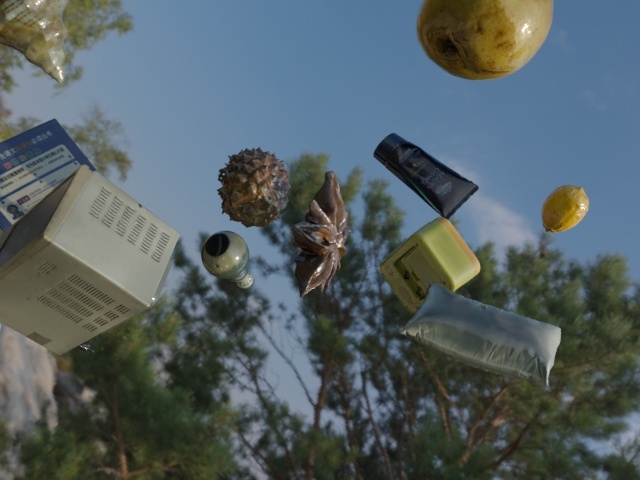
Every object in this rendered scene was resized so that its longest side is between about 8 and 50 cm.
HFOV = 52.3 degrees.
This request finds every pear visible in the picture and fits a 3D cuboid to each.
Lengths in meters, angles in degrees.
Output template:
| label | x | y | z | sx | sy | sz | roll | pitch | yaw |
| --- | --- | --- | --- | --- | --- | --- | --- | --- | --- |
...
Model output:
| label | x | y | z | sx | sy | sz | roll | pitch | yaw |
| --- | --- | --- | --- | --- | --- | --- | --- | --- | --- |
| pear | 0.388 | -0.527 | 1.539 | 0.314 | 0.314 | 0.314 | 43 | -21 | 21 |

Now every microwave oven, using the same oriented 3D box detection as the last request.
| label | x | y | z | sx | sy | sz | roll | pitch | yaw |
| --- | --- | --- | --- | --- | --- | --- | --- | --- | --- |
| microwave oven | -0.338 | 0.037 | 0.906 | 0.240 | 0.145 | 0.194 | -27 | -52 | 36 |

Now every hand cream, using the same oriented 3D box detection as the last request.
| label | x | y | z | sx | sy | sz | roll | pitch | yaw |
| --- | --- | --- | --- | --- | --- | --- | --- | --- | --- |
| hand cream | 0.256 | -0.168 | 1.636 | 0.270 | 0.120 | 0.061 | 42 | -12 | 24 |

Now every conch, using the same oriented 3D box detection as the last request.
| label | x | y | z | sx | sy | sz | roll | pitch | yaw |
| --- | --- | --- | --- | --- | --- | --- | --- | --- | --- |
| conch | -0.514 | -0.409 | 0.988 | 0.386 | 0.169 | 0.203 | 47 | 7 | -13 |

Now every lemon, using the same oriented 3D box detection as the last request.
| label | x | y | z | sx | sy | sz | roll | pitch | yaw |
| --- | --- | --- | --- | --- | --- | --- | --- | --- | --- |
| lemon | 0.679 | -0.087 | 1.822 | 0.114 | 0.114 | 0.155 | 44 | -64 | 18 |

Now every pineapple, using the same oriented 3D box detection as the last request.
| label | x | y | z | sx | sy | sz | roll | pitch | yaw |
| --- | --- | --- | --- | --- | --- | --- | --- | --- | --- |
| pineapple | -0.143 | -0.128 | 1.426 | 0.166 | 0.193 | 0.166 | 4 | -44 | 4 |

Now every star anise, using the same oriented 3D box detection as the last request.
| label | x | y | z | sx | sy | sz | roll | pitch | yaw |
| --- | --- | --- | --- | --- | --- | --- | --- | --- | --- |
| star anise | 0.002 | -0.001 | 1.606 | 0.108 | 0.350 | 0.293 | 14 | -45 | 15 |

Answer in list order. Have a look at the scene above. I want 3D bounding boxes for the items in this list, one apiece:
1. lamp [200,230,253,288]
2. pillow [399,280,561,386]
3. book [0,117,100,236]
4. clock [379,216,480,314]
| label | x | y | z | sx | sy | sz | roll | pitch | yaw |
| --- | --- | --- | --- | --- | --- | --- | --- | --- | --- |
| lamp | -0.168 | 0.048 | 1.267 | 0.091 | 0.091 | 0.163 | 38 | -13 | 33 |
| pillow | 0.277 | 0.154 | 1.116 | 0.253 | 0.144 | 0.078 | 19 | -42 | 16 |
| book | -0.627 | -0.067 | 1.573 | 0.428 | 0.300 | 0.039 | 53 | -43 | -5 |
| clock | 0.219 | 0.055 | 1.329 | 0.143 | 0.096 | 0.202 | 53 | -29 | 7 |
